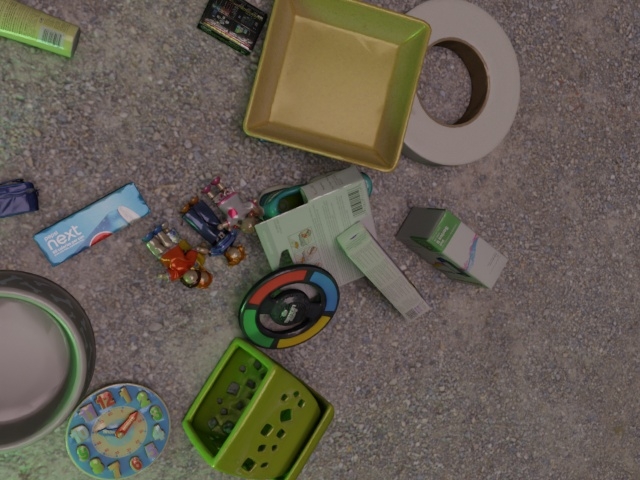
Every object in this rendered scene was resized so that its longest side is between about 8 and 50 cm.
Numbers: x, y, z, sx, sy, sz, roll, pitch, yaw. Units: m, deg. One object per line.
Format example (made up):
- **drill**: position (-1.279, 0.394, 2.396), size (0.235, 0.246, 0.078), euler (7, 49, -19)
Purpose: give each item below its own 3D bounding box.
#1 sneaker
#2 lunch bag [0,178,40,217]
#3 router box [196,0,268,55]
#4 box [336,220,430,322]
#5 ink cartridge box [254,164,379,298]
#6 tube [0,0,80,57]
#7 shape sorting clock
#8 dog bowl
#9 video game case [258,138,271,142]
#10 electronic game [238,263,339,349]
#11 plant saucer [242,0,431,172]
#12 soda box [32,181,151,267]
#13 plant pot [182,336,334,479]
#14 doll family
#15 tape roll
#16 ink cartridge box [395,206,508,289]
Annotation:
- **sneaker**: position (-0.002, -0.086, 1.378), size (0.275, 0.110, 0.107), euler (-17, 99, -21)
- **lunch bag**: position (-0.571, -0.079, 1.173), size (0.098, 0.067, 0.065), euler (-16, 100, -21)
- **router box**: position (-0.182, -0.456, 1.316), size (0.122, 0.038, 0.092), euler (26, 84, -21)
- **box**: position (0.146, 0.077, 1.397), size (0.067, 0.063, 0.324), euler (-38, 134, 7)
- **ink cartridge box**: position (0.000, 0.000, 1.345), size (0.238, 0.060, 0.275), euler (-22, 134, -5)
- **tube**: position (-0.569, -0.408, 1.159), size (0.240, 0.062, 0.070), euler (16, 44, -17)
- **shape sorting clock**: position (-0.409, 0.391, 1.289), size (0.206, 0.040, 0.206), euler (-2, 95, -21)
- **dog bowl**: position (-0.596, 0.231, 1.170), size (0.348, 0.102, 0.349), euler (-2, 95, -22)
- **video game case**: position (-0.075, -0.297, 1.383), size (0.119, 0.015, 0.166), euler (0, 94, -22)
- **electronic game**: position (-0.065, 0.145, 1.357), size (0.229, 0.048, 0.229), euler (-14, 130, -17)
- **plant saucer**: position (0.034, -0.337, 1.341), size (0.332, 0.081, 0.333), euler (15, 88, -6)
- **soda box**: position (-0.442, -0.033, 1.229), size (0.210, 0.067, 0.071), euler (-32, 105, -16)
- **plant pot**: position (-0.119, 0.364, 1.310), size (0.207, 0.228, 0.227), euler (36, 81, -28)
- **doll family**: position (-0.238, 0.002, 1.302), size (0.163, 0.118, 0.263), euler (49, 63, -7)
- **tape roll**: position (0.295, -0.367, 1.496), size (0.391, 0.072, 0.392), euler (-2, 95, -21)
- **ink cartridge box**: position (0.307, 0.017, 1.485), size (0.212, 0.154, 0.093), euler (34, 81, -21)
